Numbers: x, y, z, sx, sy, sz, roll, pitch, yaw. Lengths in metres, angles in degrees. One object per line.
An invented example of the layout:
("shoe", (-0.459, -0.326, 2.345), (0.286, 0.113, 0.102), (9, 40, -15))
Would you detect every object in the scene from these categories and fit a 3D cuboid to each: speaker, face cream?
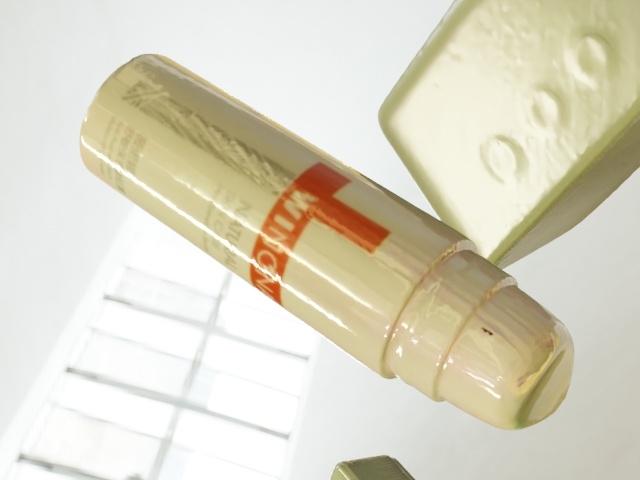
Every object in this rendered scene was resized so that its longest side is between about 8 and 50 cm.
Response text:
("speaker", (0.217, -0.158, 1.043), (0.183, 0.406, 0.184), (-27, -107, -38))
("face cream", (0.000, 0.000, 0.789), (0.345, 0.102, 0.102), (33, -148, 25))

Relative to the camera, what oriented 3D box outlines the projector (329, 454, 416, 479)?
("projector", (0.094, 0.373, 1.335), (0.099, 0.192, 0.256), (-3, -147, -36))
